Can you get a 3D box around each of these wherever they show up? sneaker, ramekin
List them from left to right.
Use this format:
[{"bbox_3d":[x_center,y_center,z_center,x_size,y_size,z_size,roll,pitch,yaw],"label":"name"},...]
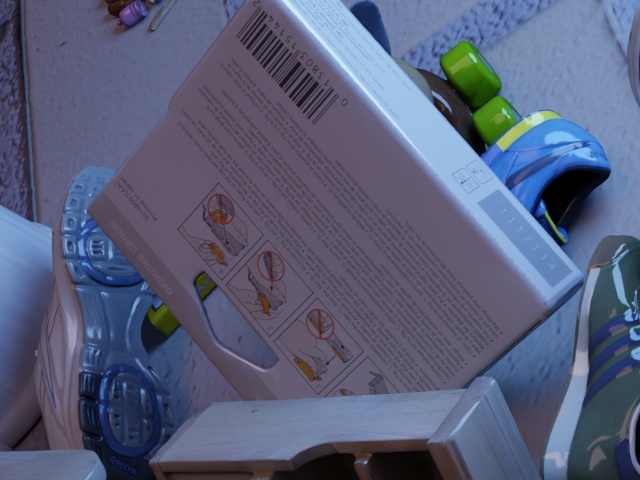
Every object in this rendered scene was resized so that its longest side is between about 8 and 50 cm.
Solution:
[{"bbox_3d":[-0.364,0.078,1.513,0.277,0.135,0.277,-23,48,28],"label":"ramekin"},{"bbox_3d":[-0.200,0.075,1.366,0.129,0.111,0.297,-32,51,45],"label":"sneaker"},{"bbox_3d":[0.123,-0.002,1.180,0.209,0.069,0.082,-45,45,7],"label":"sneaker"},{"bbox_3d":[0.208,0.087,1.047,0.086,0.064,0.192,2,63,35],"label":"sneaker"}]

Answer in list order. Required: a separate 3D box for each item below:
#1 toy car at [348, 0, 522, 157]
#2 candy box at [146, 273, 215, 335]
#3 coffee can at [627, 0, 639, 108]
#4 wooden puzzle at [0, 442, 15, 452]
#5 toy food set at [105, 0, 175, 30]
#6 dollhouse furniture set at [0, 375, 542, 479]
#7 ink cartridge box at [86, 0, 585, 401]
[{"bbox_3d":[0.043,-0.104,1.234,0.155,0.188,0.149,-38,42,14],"label":"toy car"},{"bbox_3d":[-0.090,-0.022,1.419,0.206,0.027,0.105,-47,39,5],"label":"candy box"},{"bbox_3d":[0.334,-0.070,0.936,0.201,0.201,0.275,-43,41,9],"label":"coffee can"},{"bbox_3d":[-0.349,0.330,1.258,0.322,0.080,0.348,-12,41,-19],"label":"wooden puzzle"},{"bbox_3d":[-0.196,-0.259,1.695,0.122,0.019,0.078,27,81,49],"label":"toy food set"},{"bbox_3d":[-0.054,0.269,0.939,0.256,0.362,0.394,-9,26,40],"label":"dollhouse furniture set"},{"bbox_3d":[0.000,0.000,1.160,0.296,0.066,0.261,50,128,8],"label":"ink cartridge box"}]
